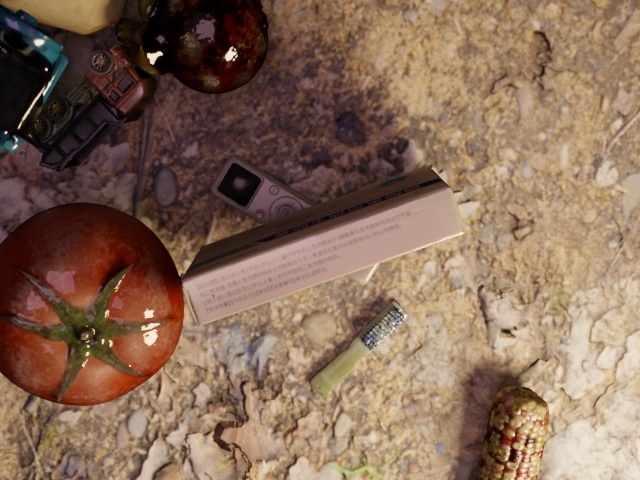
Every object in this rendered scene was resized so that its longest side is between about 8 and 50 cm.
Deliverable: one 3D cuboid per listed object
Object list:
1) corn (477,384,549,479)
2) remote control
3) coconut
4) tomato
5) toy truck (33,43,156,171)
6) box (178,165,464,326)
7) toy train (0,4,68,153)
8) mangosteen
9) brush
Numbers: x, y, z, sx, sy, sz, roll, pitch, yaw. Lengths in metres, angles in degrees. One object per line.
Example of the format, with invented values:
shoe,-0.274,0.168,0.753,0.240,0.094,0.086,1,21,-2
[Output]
corn,0.267,0.332,1.272,0.086,0.086,0.253,10,102,2
remote control,-0.031,-0.028,1.252,0.261,0.029,0.067,32,100,-2
coconut,-0.334,-0.367,1.119,0.197,0.237,0.237,-32,98,-27
tomato,-0.316,0.079,1.184,0.264,0.265,0.265,1,100,3
toy truck,-0.311,-0.175,1.217,0.192,0.083,0.092,-43,95,11
box,0.000,0.000,1.144,0.343,0.200,0.065,-19,101,4
toy train,-0.453,-0.226,1.057,0.300,0.265,0.188,30,90,-25
mangosteen,-0.157,-0.264,1.147,0.184,0.172,0.173,-26,98,-12
brush,0.056,0.159,1.282,0.033,0.030,0.178,43,100,-14
